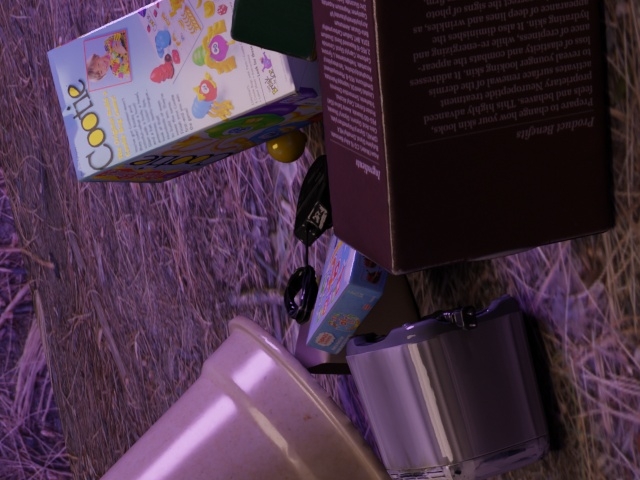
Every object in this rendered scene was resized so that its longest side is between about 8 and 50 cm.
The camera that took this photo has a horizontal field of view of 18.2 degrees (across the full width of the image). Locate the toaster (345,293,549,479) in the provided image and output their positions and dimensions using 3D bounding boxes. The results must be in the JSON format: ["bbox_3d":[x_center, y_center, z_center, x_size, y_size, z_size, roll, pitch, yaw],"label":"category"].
[{"bbox_3d":[0.118,0.134,1.755,0.227,0.129,0.146,-21,85,68],"label":"toaster"}]

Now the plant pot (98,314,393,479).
[{"bbox_3d":[-0.101,0.298,2.014,0.334,0.305,0.334,49,168,15],"label":"plant pot"}]

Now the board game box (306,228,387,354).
[{"bbox_3d":[0.043,-0.019,1.854,0.160,0.039,0.211,122,163,-62],"label":"board game box"}]

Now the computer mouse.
[{"bbox_3d":[0.000,0.000,2.004,0.071,0.041,0.242,-52,19,39],"label":"computer mouse"}]

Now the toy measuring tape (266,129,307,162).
[{"bbox_3d":[-0.102,-0.217,2.133,0.330,0.121,0.121,58,155,18],"label":"toy measuring tape"}]

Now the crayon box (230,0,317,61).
[{"bbox_3d":[0.007,-0.338,1.671,0.202,0.081,0.318,-65,-10,-53],"label":"crayon box"}]

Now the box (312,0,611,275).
[{"bbox_3d":[0.102,-0.183,1.518,0.143,0.191,0.381,-150,52,-65],"label":"box"}]

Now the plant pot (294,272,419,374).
[{"bbox_3d":[0.037,0.081,1.985,0.109,0.109,0.096,152,118,-70],"label":"plant pot"}]

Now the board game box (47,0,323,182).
[{"bbox_3d":[-0.111,-0.164,1.982,0.275,0.142,0.144,-19,80,31],"label":"board game box"}]
